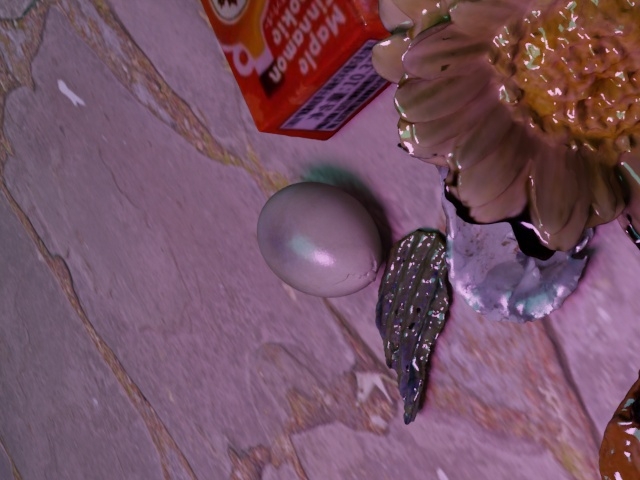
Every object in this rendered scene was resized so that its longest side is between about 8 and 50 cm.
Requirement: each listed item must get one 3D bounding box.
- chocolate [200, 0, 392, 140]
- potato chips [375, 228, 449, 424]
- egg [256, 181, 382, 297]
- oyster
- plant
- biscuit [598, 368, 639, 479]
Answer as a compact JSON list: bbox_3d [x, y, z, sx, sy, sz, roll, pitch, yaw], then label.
[{"bbox_3d":[-0.011,-0.244,1.072,0.237,0.108,0.234,-35,75,48],"label":"chocolate"},{"bbox_3d":[0.090,0.083,1.110,0.092,0.028,0.207,34,124,42],"label":"potato chips"},{"bbox_3d":[0.000,0.000,1.124,0.152,0.114,0.114,32,125,36],"label":"egg"},{"bbox_3d":[0.154,-0.060,0.938,0.199,0.087,0.252,-40,77,39],"label":"oyster"},{"bbox_3d":[0.162,-0.127,0.759,0.297,0.261,0.305,42,167,49],"label":"plant"},{"bbox_3d":[0.344,0.174,0.762,0.296,0.075,0.295,13,112,34],"label":"biscuit"}]
